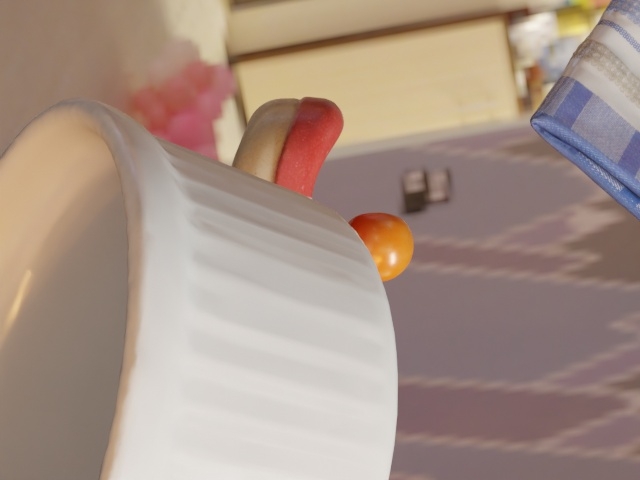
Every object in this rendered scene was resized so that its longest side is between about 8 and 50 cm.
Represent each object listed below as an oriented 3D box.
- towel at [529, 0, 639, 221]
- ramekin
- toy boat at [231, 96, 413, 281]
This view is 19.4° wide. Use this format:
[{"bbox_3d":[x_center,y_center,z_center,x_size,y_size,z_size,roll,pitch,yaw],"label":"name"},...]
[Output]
[{"bbox_3d":[0.287,-0.101,1.372,0.285,0.209,0.034,-50,179,-43],"label":"towel"},{"bbox_3d":[-0.083,0.087,0.828,0.277,0.135,0.277,-38,-135,50],"label":"ramekin"},{"bbox_3d":[0.000,0.000,1.513,0.151,0.151,0.231,-148,-121,-85],"label":"toy boat"}]
